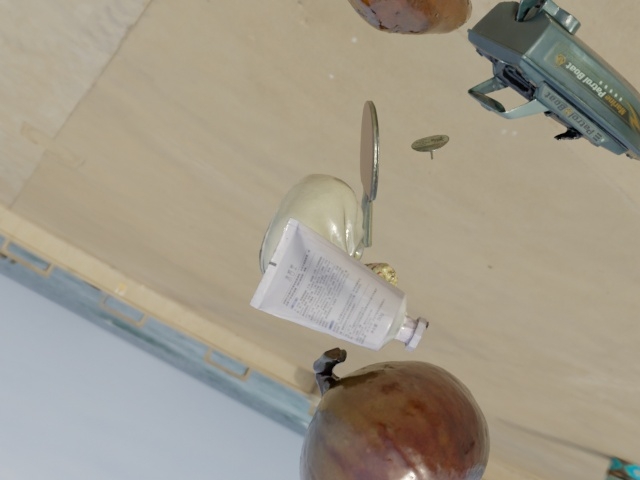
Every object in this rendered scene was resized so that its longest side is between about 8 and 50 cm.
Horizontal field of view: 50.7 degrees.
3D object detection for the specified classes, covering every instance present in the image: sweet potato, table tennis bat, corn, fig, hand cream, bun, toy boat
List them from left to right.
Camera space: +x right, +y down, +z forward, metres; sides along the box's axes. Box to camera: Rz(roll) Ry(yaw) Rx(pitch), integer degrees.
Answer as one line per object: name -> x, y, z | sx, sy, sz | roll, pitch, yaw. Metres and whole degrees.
bun -> 0.000, 0.000, 0.925 | 0.119, 0.173, 0.173 | 27, 165, 13
hand cream -> 0.021, 0.048, 0.564 | 0.142, 0.084, 0.053 | 26, -170, 4
corn -> 0.090, 0.104, 1.730 | 0.086, 0.086, 0.253 | 37, 153, -30
table tennis bat -> 0.079, -0.104, 1.103 | 0.022, 0.247, 0.138 | -1, -153, -4
fig -> 0.080, 0.243, 0.786 | 0.214, 0.235, 0.235 | 22, 165, 49
sweet potato -> 0.089, -0.315, 0.829 | 0.112, 0.112, 0.359 | 17, -179, 37
toy boat -> 0.234, -0.131, 0.629 | 0.246, 0.103, 0.093 | 25, -162, -33

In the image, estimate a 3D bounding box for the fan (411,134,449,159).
fan -> 0.181, -0.151, 1.069 | 0.080, 0.060, 0.003 | 47, 159, 56
